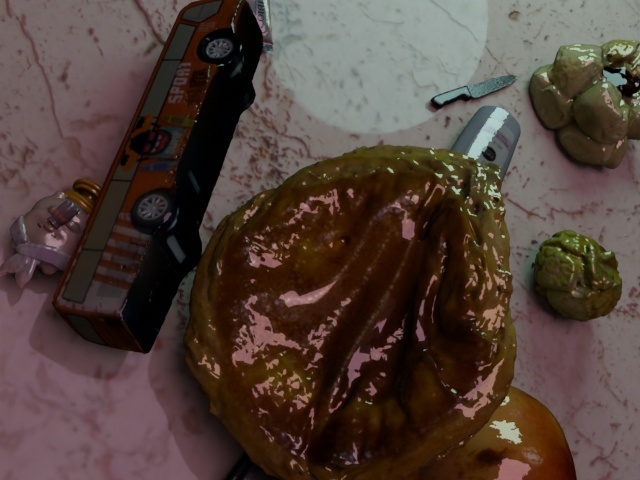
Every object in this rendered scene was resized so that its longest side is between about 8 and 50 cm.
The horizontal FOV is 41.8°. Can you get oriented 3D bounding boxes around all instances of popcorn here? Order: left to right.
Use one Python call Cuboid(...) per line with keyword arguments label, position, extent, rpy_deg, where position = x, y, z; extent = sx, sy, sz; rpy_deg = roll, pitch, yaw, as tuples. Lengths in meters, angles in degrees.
Cuboid(label="popcorn", position=(0.335, 0.043, 1.076), extent=(0.116, 0.106, 0.120), rpy_deg=(-4, 75, -18))

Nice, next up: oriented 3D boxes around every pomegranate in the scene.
Cuboid(label="pomegranate", position=(0.165, 0.251, 0.870), extent=(0.209, 0.209, 0.209), rpy_deg=(9, 69, -24))

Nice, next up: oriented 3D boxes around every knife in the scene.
Cuboid(label="knife", position=(0.217, -0.208, 1.159), extent=(0.170, 0.010, 0.023), rpy_deg=(-22, 83, -32))

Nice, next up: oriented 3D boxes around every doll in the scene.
Cuboid(label="doll", position=(-0.256, -0.010, 0.812), extent=(0.073, 0.084, 0.127), rpy_deg=(39, 52, -7))

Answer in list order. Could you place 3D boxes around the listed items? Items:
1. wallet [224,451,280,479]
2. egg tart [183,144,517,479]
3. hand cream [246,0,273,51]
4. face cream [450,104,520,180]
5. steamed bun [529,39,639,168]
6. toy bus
Cuboid(label="wallet", position=(-0.093, 0.376, 0.779), extent=(0.197, 0.051, 0.377), rpy_deg=(44, 60, -10))
Cuboid(label="egg tart", position=(0.032, 0.075, 0.844), extent=(0.340, 0.153, 0.351), rpy_deg=(-10, 66, 7))
Cuboid(label="hand cream", position=(-0.091, -0.335, 1.036), extent=(0.067, 0.043, 0.209), rpy_deg=(4, 76, -25))
Cuboid(label="face cream", position=(0.195, -0.086, 1.078), extent=(0.084, 0.057, 0.198), rpy_deg=(36, 60, -10))
Cuboid(label="steamed bun", position=(0.408, -0.201, 1.196), extent=(0.178, 0.106, 0.192), rpy_deg=(-16, 82, -28))
Cuboid(label="toy bus", position=(-0.149, -0.084, 0.860), extent=(0.092, 0.093, 0.408), rpy_deg=(5, 58, 16))
